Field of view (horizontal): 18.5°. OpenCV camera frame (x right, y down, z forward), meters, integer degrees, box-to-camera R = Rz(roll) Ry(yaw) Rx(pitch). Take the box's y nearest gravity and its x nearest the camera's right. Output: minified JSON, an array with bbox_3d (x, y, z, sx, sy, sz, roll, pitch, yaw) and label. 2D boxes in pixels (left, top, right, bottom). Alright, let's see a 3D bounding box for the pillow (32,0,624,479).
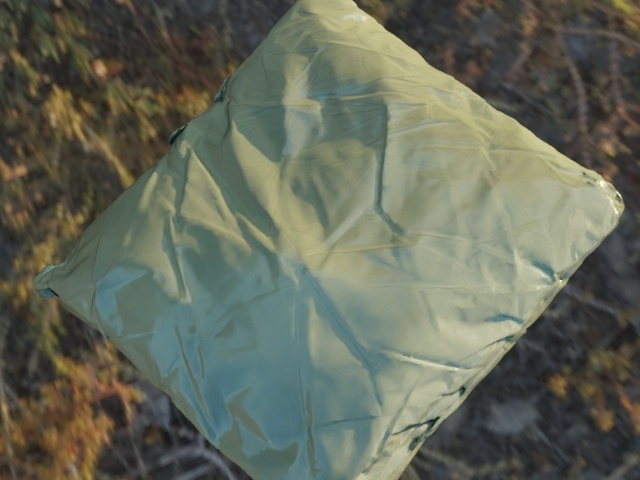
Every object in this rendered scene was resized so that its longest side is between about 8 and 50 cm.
[{"bbox_3d":[0.000,0.002,1.215,0.281,0.274,0.076,-47,154,-7],"label":"pillow"}]
